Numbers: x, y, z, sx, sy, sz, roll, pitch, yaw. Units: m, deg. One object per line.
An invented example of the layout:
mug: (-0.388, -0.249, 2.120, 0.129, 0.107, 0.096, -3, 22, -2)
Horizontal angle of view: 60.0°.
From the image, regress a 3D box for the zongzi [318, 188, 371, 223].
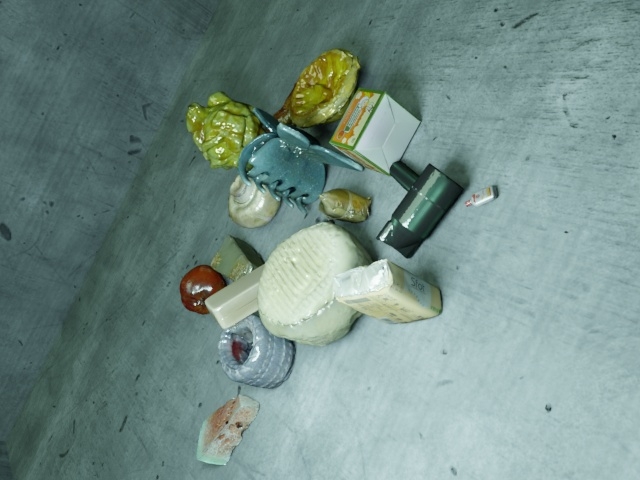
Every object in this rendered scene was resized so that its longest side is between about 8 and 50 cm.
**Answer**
zongzi: (0.030, -0.118, 1.694, 0.194, 0.197, 0.099, 9, 86, 55)

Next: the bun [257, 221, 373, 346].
bun: (-0.006, 0.137, 1.573, 0.359, 0.211, 0.360, -18, 54, 26)

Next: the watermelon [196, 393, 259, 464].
watermelon: (-0.289, 0.581, 1.761, 0.241, 0.094, 0.154, -48, 30, 17)

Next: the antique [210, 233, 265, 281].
antique: (-0.271, 0.101, 1.977, 0.284, 0.125, 0.150, 32, 95, 53)

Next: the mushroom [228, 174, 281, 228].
mushroom: (-0.252, -0.159, 2.070, 0.254, 0.184, 0.255, -14, 63, 30)

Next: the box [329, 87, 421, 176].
box: (0.163, -0.329, 1.676, 0.148, 0.177, 0.195, 32, 94, 54)

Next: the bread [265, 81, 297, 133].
bread: (-0.125, -0.522, 2.219, 0.271, 0.077, 0.139, -46, 37, 26)

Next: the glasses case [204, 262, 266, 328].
glasses case: (-0.190, 0.147, 1.735, 0.336, 0.076, 0.144, -31, 19, -16)

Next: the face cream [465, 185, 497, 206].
face cream: (0.402, -0.106, 1.390, 0.083, 0.021, 0.040, -27, 49, 39)

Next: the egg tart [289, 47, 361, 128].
egg tart: (0.024, -0.530, 1.999, 0.341, 0.132, 0.342, -27, 51, 38)

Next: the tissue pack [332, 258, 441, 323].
tissue pack: (0.164, 0.132, 1.364, 0.186, 0.222, 0.090, -21, 51, 42)

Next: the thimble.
thimble: (-0.199, 0.345, 1.714, 0.236, 0.172, 0.205, 4, 69, 48)

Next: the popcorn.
popcorn: (-0.362, -0.426, 2.238, 0.279, 0.335, 0.274, 16, 64, 23)

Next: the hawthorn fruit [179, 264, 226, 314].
hawthorn fruit: (-0.443, 0.176, 2.109, 0.185, 0.185, 0.202, -48, 25, 19)

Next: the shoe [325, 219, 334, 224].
shoe: (0.000, 0.000, 1.780, 0.062, 0.053, 0.159, 2, 67, 46)

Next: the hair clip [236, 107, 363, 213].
hair clip: (-0.106, -0.257, 1.850, 0.238, 0.318, 0.392, -59, 39, 10)

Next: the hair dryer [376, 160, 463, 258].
hair dryer: (0.235, -0.114, 1.544, 0.244, 0.116, 0.302, -52, 27, 14)
